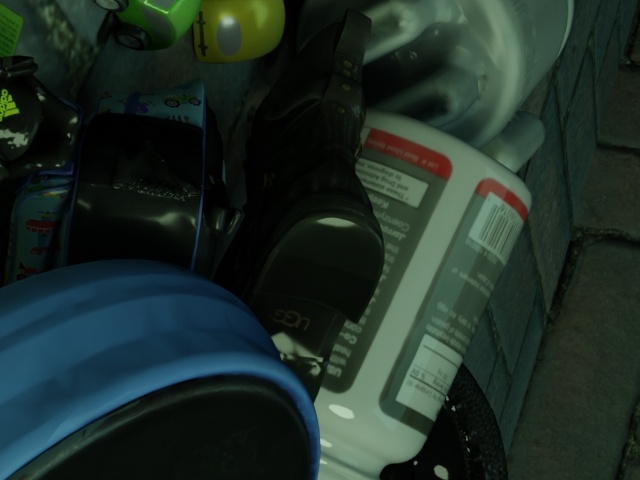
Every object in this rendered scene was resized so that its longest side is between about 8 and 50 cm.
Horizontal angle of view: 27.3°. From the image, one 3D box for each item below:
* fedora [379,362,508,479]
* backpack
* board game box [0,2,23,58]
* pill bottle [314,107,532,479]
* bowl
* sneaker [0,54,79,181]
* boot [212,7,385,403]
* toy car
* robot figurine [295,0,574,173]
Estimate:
[{"bbox_3d":[-0.006,0.218,1.091,0.152,0.334,0.334,142,-33,-71],"label":"fedora"},{"bbox_3d":[-0.114,-0.016,0.756,0.173,0.117,0.158,-96,-163,-53],"label":"backpack"},{"bbox_3d":[-0.214,-0.004,0.609,0.124,0.039,0.259,32,68,-69],"label":"board game box"},{"bbox_3d":[0.027,0.061,0.958,0.283,0.161,0.161,-64,160,-7],"label":"pill bottle"},{"bbox_3d":[-0.147,0.193,0.647,0.391,0.077,0.391,-39,149,-29],"label":"bowl"},{"bbox_3d":[-0.160,-0.063,0.563,0.170,0.075,0.063,27,76,-69],"label":"sneaker"},{"bbox_3d":[-0.031,-0.002,0.872,0.263,0.091,0.229,-52,-156,30],"label":"boot"},{"bbox_3d":[-0.087,-0.129,0.865,0.225,0.053,0.239,63,43,-63],"label":"toy car"},{"bbox_3d":[0.108,-0.191,1.162,0.300,0.200,0.353,63,32,-14],"label":"robot figurine"}]
